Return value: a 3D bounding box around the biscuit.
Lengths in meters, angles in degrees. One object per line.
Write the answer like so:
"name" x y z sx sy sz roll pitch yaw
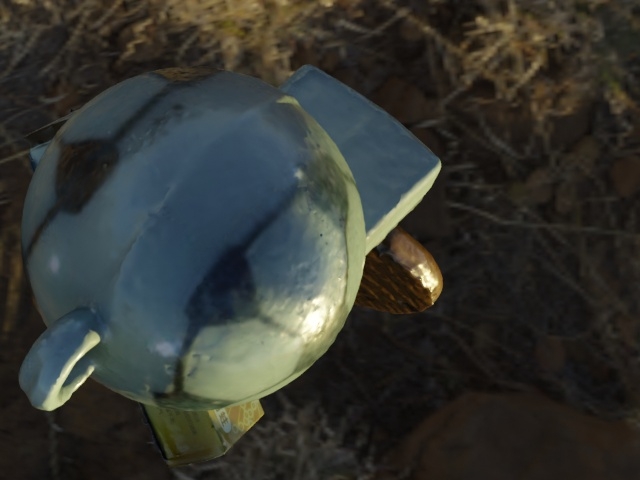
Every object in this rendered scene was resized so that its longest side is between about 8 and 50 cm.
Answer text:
"biscuit" 0.000 0.000 1.249 0.212 0.212 0.036 34 70 -28

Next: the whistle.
"whistle" -0.036 -0.019 0.703 0.289 0.163 0.163 -45 114 -39

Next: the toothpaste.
"toothpaste" -0.150 0.034 1.321 0.089 0.071 0.312 -39 109 -58
